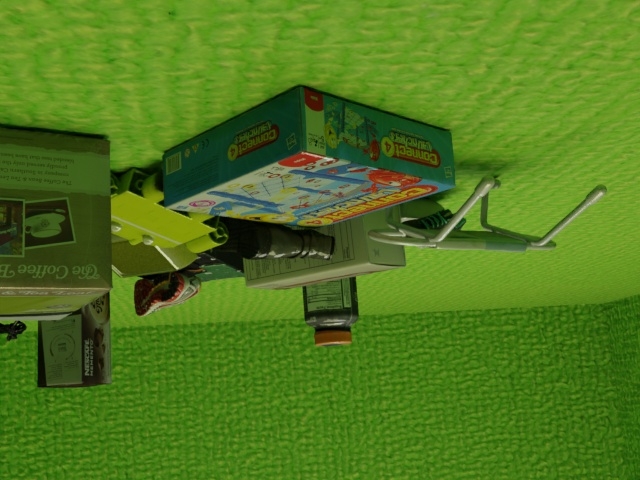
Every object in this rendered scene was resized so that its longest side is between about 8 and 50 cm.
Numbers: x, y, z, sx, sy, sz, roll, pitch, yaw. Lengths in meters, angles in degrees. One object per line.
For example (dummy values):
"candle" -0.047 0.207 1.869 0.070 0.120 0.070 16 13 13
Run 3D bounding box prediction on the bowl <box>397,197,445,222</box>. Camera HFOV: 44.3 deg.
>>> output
"bowl" 0.166 -0.049 1.540 0.142 0.053 0.142 7 164 -40

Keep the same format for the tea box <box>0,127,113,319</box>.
"tea box" -0.493 -0.011 1.099 0.329 0.220 0.323 3 167 -31

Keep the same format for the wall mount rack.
"wall mount rack" 0.265 -0.046 1.265 0.350 0.130 0.304 1 -172 -23

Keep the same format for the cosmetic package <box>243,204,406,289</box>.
"cosmetic package" 0.000 0.000 1.486 0.296 0.153 0.129 -11 168 38

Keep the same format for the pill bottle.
"pill bottle" 0.022 0.125 1.851 0.130 0.245 0.130 -3 169 -1

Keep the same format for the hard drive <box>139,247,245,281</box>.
"hard drive" -0.315 0.042 1.795 0.237 0.064 0.339 -6 167 12

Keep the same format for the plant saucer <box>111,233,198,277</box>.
"plant saucer" -0.366 0.017 1.544 0.188 0.045 0.188 -7 147 17

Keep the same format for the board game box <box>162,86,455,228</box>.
"board game box" -0.018 -0.102 1.140 0.302 0.086 0.308 7 164 -42

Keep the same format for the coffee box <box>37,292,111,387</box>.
"coffee box" -0.604 0.211 1.934 0.119 0.297 0.168 -6 168 9

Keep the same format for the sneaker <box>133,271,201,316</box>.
"sneaker" -0.359 0.126 1.818 0.093 0.088 0.225 5 165 -43

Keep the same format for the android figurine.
"android figurine" -0.282 -0.044 1.308 0.248 0.056 0.273 25 152 -34

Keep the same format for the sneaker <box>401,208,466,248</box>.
"sneaker" 0.208 -0.029 1.443 0.166 0.065 0.076 0 133 -51

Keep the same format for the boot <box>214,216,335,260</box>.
"boot" -0.090 -0.007 1.383 0.161 0.083 0.246 6 -168 -32

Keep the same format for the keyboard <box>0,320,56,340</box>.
"keyboard" -0.536 0.114 1.477 0.201 0.033 0.317 -38 171 -9
